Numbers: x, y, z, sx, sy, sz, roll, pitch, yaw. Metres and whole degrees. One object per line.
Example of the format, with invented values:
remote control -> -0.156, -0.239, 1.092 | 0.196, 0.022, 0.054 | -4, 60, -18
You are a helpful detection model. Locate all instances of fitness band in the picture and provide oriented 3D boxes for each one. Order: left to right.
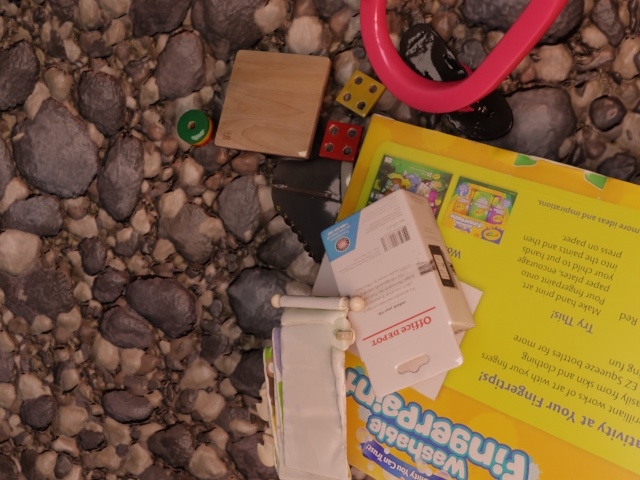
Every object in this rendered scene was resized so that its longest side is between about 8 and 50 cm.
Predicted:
fitness band -> 0.145, -0.270, 0.837 | 0.209, 0.054, 0.291 | 45, 137, 7

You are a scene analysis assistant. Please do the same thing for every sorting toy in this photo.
sorting toy -> -0.047, -0.171, 1.003 | 0.275, 0.046, 0.132 | 10, 83, 23

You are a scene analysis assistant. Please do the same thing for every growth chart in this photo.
growth chart -> -0.016, 0.166, 0.806 | 0.172, 0.021, 0.237 | 5, 96, 53

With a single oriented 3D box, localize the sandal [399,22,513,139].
sandal -> 0.158, -0.189, 0.941 | 0.067, 0.040, 0.179 | -44, 81, 19

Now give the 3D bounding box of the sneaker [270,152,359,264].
sneaker -> 0.000, 0.000, 1.006 | 0.118, 0.083, 0.222 | -1, 86, 25

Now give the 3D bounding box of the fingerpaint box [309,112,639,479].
fingerpaint box -> 0.210, 0.108, 0.812 | 0.445, 0.163, 0.371 | 20, 93, 33

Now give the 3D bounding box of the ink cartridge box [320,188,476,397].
ink cartridge box -> 0.080, 0.054, 0.768 | 0.104, 0.060, 0.180 | -28, 68, 28
